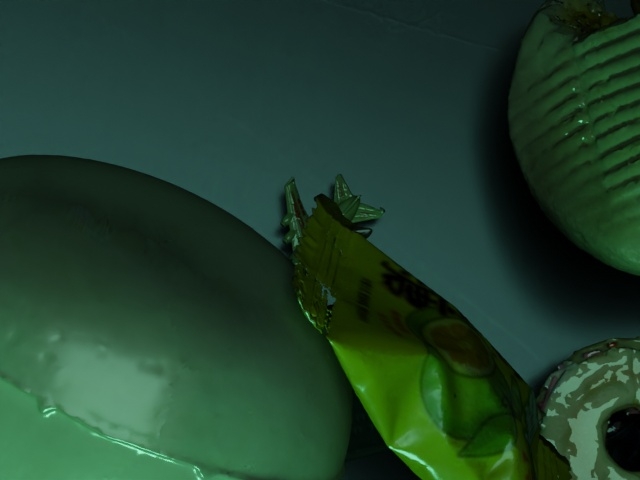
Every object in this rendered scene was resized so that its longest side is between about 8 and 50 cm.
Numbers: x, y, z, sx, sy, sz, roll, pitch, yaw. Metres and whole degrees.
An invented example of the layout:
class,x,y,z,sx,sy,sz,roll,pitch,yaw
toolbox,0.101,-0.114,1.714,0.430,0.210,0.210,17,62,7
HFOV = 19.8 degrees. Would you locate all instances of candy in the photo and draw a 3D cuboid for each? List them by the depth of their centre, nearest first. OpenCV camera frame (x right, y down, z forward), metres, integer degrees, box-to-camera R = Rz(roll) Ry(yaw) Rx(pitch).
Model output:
class,x,y,z,sx,sy,sz,roll,pitch,yaw
candy,0.085,0.105,1.302,0.081,0.187,0.297,-41,103,19

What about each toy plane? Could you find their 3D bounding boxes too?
class,x,y,z,sx,sy,sz,roll,pitch,yaw
toy plane,0.000,0.000,1.478,0.102,0.040,0.111,41,77,4

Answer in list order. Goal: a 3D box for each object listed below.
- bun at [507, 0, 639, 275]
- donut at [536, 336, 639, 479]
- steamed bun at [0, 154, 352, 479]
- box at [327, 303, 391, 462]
class,x,y,z,sx,sy,sz,roll,pitch,yaw
bun,0.302,-0.092,1.441,0.205,0.281,0.281,8,75,-41
donut,0.245,0.163,1.465,0.174,0.068,0.174,2,76,-6
steamed bun,-0.160,0.100,1.294,0.374,0.334,0.334,29,76,7
box,0.002,0.116,1.462,0.125,0.027,0.126,-13,81,-10
